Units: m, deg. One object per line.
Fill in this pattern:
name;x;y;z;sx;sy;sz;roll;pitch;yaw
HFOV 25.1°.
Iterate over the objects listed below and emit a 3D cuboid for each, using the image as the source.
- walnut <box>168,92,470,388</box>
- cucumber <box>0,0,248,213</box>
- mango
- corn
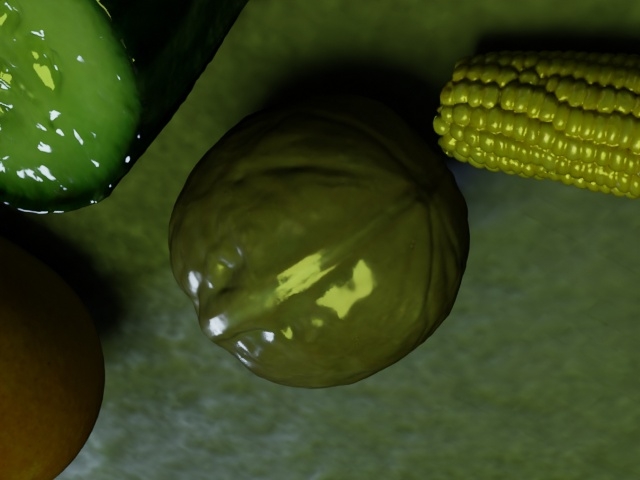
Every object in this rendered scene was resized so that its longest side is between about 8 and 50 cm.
walnut;-0.001;0.001;0.699;0.140;0.140;0.162;40;127;-21
cucumber;-0.123;-0.119;0.626;0.191;0.130;0.191;15;138;14
mango;-0.254;0.061;0.868;0.254;0.175;0.139;34;180;-6
corn;0.153;-0.046;0.625;0.206;0.067;0.067;10;140;19
